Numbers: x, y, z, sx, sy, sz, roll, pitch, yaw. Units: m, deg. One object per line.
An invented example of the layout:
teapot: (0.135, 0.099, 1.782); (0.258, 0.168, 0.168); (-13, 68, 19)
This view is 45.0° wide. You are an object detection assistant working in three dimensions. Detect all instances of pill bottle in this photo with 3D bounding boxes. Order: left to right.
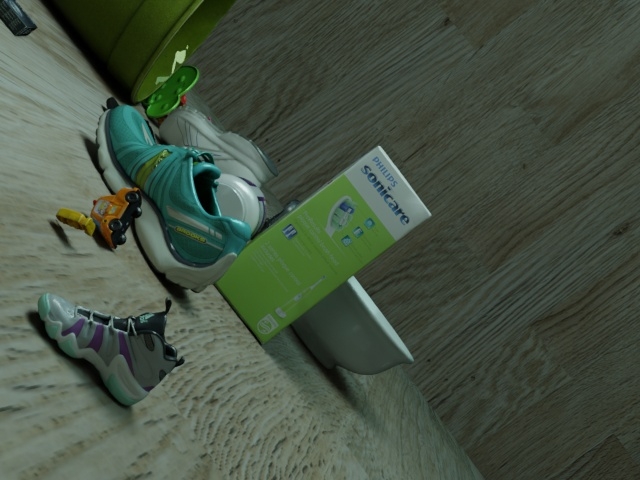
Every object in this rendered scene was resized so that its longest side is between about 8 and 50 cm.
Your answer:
pill bottle: (-0.139, -0.044, 1.134); (0.108, 0.108, 0.193); (53, 3, -1)

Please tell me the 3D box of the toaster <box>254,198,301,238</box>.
toaster: (-0.062, -0.001, 1.680); (0.146, 0.129, 0.227); (55, 1, -4)

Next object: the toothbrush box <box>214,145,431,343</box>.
toothbrush box: (0.000, 0.000, 1.098); (0.122, 0.283, 0.206); (53, 4, -3)

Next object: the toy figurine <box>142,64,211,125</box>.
toy figurine: (-0.274, -0.242, 1.569); (0.173, 0.130, 0.159); (-90, 159, -48)

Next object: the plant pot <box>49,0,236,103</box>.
plant pot: (-0.346, -0.498, 1.363); (0.353, 0.366, 0.366); (41, 5, -9)

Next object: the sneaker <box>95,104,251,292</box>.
sneaker: (-0.164, -0.064, 0.876); (0.275, 0.110, 0.107); (53, 10, 30)

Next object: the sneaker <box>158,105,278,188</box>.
sneaker: (-0.205, -0.140, 1.328); (0.297, 0.129, 0.111); (30, -13, 45)

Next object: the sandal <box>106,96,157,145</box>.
sandal: (-0.258, -0.145, 1.131); (0.179, 0.040, 0.067); (54, 3, 21)

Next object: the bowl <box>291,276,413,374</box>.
bowl: (0.028, 0.137, 1.388); (0.298, 0.134, 0.298); (52, 3, -3)

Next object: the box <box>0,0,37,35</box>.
box: (-0.396, -0.296, 0.967); (0.083, 0.018, 0.067); (52, 2, -16)

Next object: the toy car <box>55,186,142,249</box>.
toy car: (-0.194, -0.031, 0.678); (0.041, 0.060, 0.122); (22, -8, 6)

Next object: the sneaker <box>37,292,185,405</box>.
sneaker: (-0.128, 0.055, 0.502); (0.098, 0.069, 0.038); (51, 3, -29)
